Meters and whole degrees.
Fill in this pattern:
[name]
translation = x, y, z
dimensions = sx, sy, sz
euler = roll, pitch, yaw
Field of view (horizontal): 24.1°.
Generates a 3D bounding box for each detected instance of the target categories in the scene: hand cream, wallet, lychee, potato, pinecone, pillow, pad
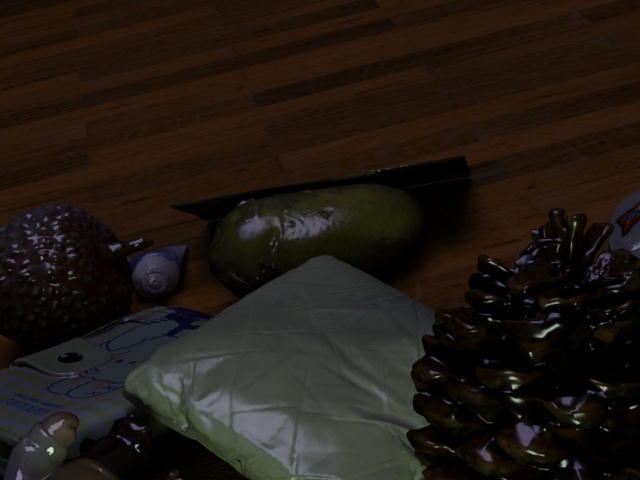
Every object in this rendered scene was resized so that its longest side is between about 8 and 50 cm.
[hand cream]
translation = -0.191, 0.030, 1.718
dimensions = 0.084, 0.053, 0.142
euler = -16, 16, -4
[wallet]
translation = -0.202, 0.143, 1.440
dimensions = 0.223, 0.077, 0.309
euler = 8, 23, 45
[lychee]
translation = -0.273, 0.037, 1.604
dimensions = 0.197, 0.165, 0.165
euler = -29, 23, 14
[potato]
translation = 0.000, 0.000, 1.615
dimensions = 0.251, 0.113, 0.149
euler = -9, 10, -22
[pinecone]
translation = 0.181, 0.119, 1.141
dimensions = 0.243, 0.257, 0.243
euler = 2, 34, -2
[pillow]
translation = 0.012, 0.134, 1.349
dimensions = 0.274, 0.076, 0.281
euler = 29, 43, 29
[pad]
translation = 0.007, -0.057, 1.719
dimensions = 0.330, 0.004, 0.220
euler = -9, -4, 7

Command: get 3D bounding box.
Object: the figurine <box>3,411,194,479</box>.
[figurine]
translation = -0.232, 0.248, 1.126
dimensions = 0.365, 0.218, 0.206
euler = -31, -5, -37

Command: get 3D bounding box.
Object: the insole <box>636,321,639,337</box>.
[insole]
translation = 0.304, 0.086, 1.423
dimensions = 0.045, 0.002, 0.135
euler = -9, 26, 4

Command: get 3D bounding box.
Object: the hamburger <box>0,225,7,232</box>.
[hamburger]
translation = -0.403, 0.031, 1.789
dimensions = 0.140, 0.062, 0.133
euler = -1, 30, 18

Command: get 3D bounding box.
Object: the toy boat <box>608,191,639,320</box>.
[toy boat]
translation = 0.345, 0.019, 1.440
dimensions = 0.129, 0.088, 0.295
euler = -12, 27, -1
